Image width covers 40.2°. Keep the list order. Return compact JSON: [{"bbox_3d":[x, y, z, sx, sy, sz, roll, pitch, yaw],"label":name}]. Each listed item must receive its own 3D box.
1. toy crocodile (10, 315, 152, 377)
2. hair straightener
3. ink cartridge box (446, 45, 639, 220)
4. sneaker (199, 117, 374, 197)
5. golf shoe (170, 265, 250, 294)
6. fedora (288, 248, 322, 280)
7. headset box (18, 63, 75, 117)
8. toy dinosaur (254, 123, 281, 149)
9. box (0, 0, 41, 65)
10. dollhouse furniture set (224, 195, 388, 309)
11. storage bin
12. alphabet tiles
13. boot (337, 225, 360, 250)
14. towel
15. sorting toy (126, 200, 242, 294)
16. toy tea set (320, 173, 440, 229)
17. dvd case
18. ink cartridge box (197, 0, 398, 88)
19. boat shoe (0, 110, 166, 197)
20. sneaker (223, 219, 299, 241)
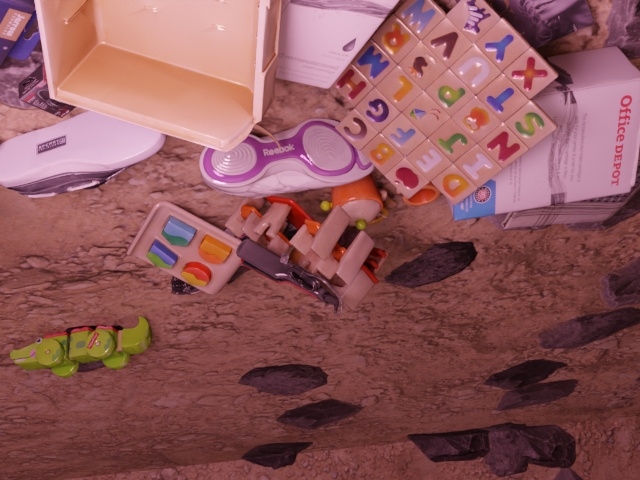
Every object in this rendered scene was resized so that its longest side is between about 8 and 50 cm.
[{"bbox_3d":[-0.563,0.251,2.066,0.340,0.105,0.115,-10,153,11],"label":"toy crocodile"},{"bbox_3d":[-0.056,0.062,1.544,0.047,0.230,0.089,-51,157,-14],"label":"hair straightener"},{"bbox_3d":[0.355,-0.176,1.446,0.307,0.129,0.223,-9,129,-1],"label":"ink cartridge box"},{"bbox_3d":[-0.059,-0.137,1.510,0.305,0.114,0.152,-3,170,-12],"label":"sneaker"},{"bbox_3d":[-0.226,0.075,1.854,0.198,0.077,0.094,-22,150,25],"label":"golf shoe"},{"bbox_3d":[-0.004,0.045,1.776,0.194,0.194,0.079,13,102,-36],"label":"fedora"},{"bbox_3d":[-0.397,-0.220,1.285,0.062,0.032,0.083,-28,149,30],"label":"headset box"},{"bbox_3d":[-0.145,-0.199,1.391,0.183,0.053,0.092,10,157,-3],"label":"toy dinosaur"},{"bbox_3d":[-0.465,-0.292,1.126,0.225,0.036,0.136,11,146,-37],"label":"box"},{"bbox_3d":[0.000,0.000,1.601,0.262,0.135,0.259,14,155,50],"label":"dollhouse furniture set"},{"bbox_3d":[-0.184,-0.264,1.017,0.260,0.123,0.262,18,139,8],"label":"storage bin"},{"bbox_3d":[0.178,-0.207,1.324,0.285,0.011,0.342,44,135,-6],"label":"alphabet tiles"},{"bbox_3d":[0.033,-0.016,1.817,0.106,0.037,0.114,-4,149,-10],"label":"boot"},{"bbox_3d":[0.520,-0.121,1.757,0.324,0.056,0.312,0,151,-16],"label":"towel"},{"bbox_3d":[-0.258,0.024,1.710,0.208,0.038,0.193,25,138,-15],"label":"sorting toy"},{"bbox_3d":[0.171,-0.092,1.619,0.336,0.124,0.200,-23,150,24],"label":"toy tea set"},{"bbox_3d":[0.299,-0.350,1.289,0.164,0.018,0.221,-21,150,21],"label":"dvd case"},{"bbox_3d":[-0.017,-0.336,1.101,0.207,0.117,0.283,7,149,-28],"label":"ink cartridge box"},{"bbox_3d":[-0.372,-0.129,1.389,0.301,0.108,0.102,-14,152,13],"label":"boat shoe"},{"bbox_3d":[-0.104,0.004,1.759,0.178,0.077,0.072,-14,153,7],"label":"sneaker"}]
